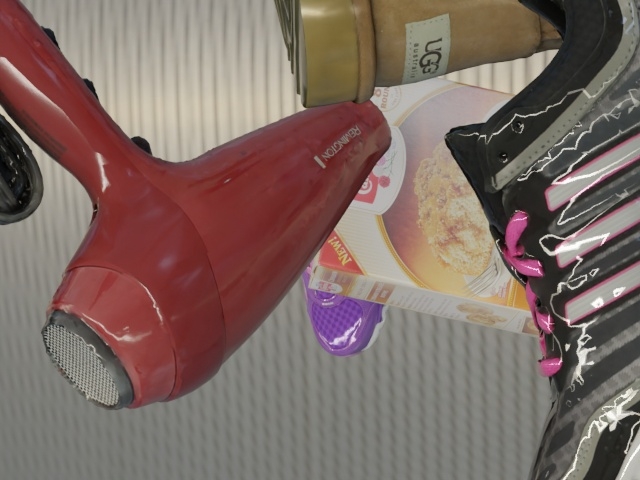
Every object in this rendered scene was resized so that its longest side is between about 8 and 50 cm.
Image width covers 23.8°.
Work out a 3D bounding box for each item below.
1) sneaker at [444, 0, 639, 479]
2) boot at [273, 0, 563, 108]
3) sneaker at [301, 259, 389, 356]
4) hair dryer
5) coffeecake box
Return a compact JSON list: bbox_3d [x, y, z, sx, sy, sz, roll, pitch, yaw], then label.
[{"bbox_3d":[0.064,-0.002,0.386,0.075,0.063,0.170,13,90,7],"label":"sneaker"},{"bbox_3d":[0.105,-0.155,0.585,0.089,0.270,0.236,96,163,-62],"label":"boot"},{"bbox_3d":[0.000,0.000,1.481,0.095,0.104,0.236,-4,94,32],"label":"sneaker"},{"bbox_3d":[-0.094,-0.040,0.645,0.080,0.294,0.223,-14,75,59],"label":"hair dryer"},{"bbox_3d":[0.097,-0.023,0.988,0.186,0.068,0.142,12,74,-2],"label":"coffeecake box"}]
